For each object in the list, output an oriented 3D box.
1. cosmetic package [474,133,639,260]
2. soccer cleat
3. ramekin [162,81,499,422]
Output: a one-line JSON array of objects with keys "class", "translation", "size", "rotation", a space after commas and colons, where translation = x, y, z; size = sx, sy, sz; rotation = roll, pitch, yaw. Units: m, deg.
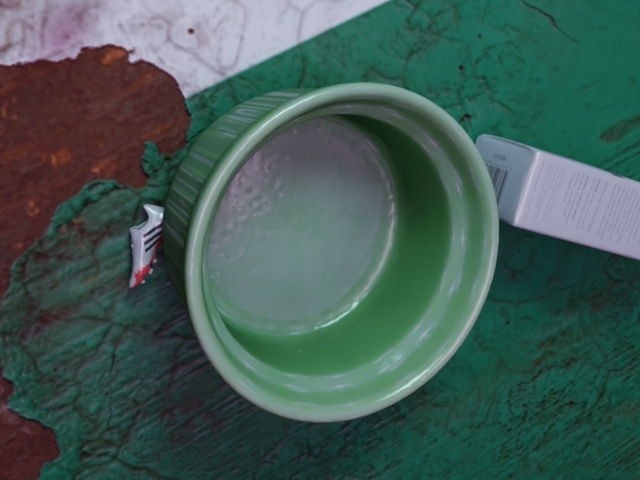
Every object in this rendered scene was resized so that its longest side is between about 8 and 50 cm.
[{"class": "cosmetic package", "translation": [0.281, -0.042, 0.928], "size": [0.231, 0.117, 0.085], "rotation": [11, 102, -24]}, {"class": "soccer cleat", "translation": [-0.170, 0.005, 0.819], "size": [0.036, 0.029, 0.083], "rotation": [25, 92, -17]}, {"class": "ramekin", "translation": [0.000, 0.000, 0.803], "size": [0.303, 0.148, 0.303], "rotation": [-7, 107, -24]}]
